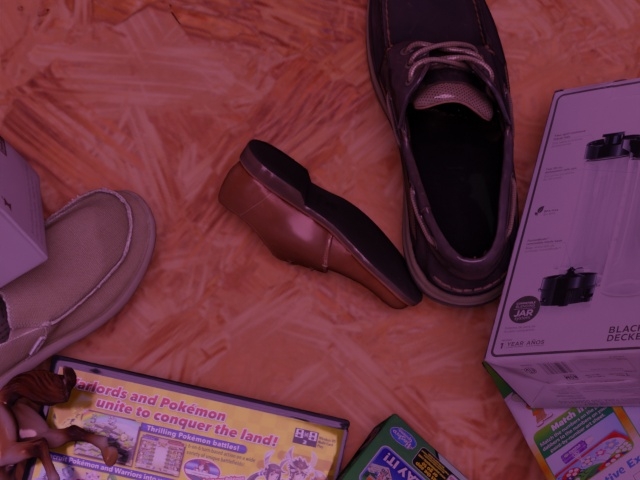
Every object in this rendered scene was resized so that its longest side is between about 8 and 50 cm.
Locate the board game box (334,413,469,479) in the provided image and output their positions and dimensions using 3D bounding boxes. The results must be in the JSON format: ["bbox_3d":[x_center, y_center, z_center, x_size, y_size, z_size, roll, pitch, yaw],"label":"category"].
[{"bbox_3d":[0.116,0.331,1.342,0.317,0.046,0.213,42,54,0],"label":"board game box"}]

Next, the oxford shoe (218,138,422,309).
[{"bbox_3d":[0.000,0.000,1.428,0.212,0.076,0.076,38,112,-2],"label":"oxford shoe"}]

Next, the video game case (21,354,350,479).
[{"bbox_3d":[-0.132,0.252,1.390,0.275,0.035,0.248,13,82,-1],"label":"video game case"}]

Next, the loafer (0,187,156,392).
[{"bbox_3d":[-0.256,0.050,1.367,0.268,0.092,0.102,-44,64,-8],"label":"loafer"}]

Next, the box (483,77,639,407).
[{"bbox_3d":[0.261,-0.004,1.339,0.087,0.169,0.290,44,51,-39],"label":"box"}]

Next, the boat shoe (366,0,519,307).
[{"bbox_3d":[0.123,-0.122,1.404,0.132,0.130,0.355,-9,77,-7],"label":"boat shoe"}]

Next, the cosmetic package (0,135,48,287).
[{"bbox_3d":[-0.348,0.013,1.326,0.231,0.085,0.117,-28,42,11],"label":"cosmetic package"}]

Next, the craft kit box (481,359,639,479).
[{"bbox_3d":[0.287,0.122,1.317,0.250,0.061,0.247,-36,43,11],"label":"craft kit box"}]

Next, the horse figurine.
[{"bbox_3d":[-0.278,0.216,1.341,0.174,0.066,0.263,25,92,33],"label":"horse figurine"}]
